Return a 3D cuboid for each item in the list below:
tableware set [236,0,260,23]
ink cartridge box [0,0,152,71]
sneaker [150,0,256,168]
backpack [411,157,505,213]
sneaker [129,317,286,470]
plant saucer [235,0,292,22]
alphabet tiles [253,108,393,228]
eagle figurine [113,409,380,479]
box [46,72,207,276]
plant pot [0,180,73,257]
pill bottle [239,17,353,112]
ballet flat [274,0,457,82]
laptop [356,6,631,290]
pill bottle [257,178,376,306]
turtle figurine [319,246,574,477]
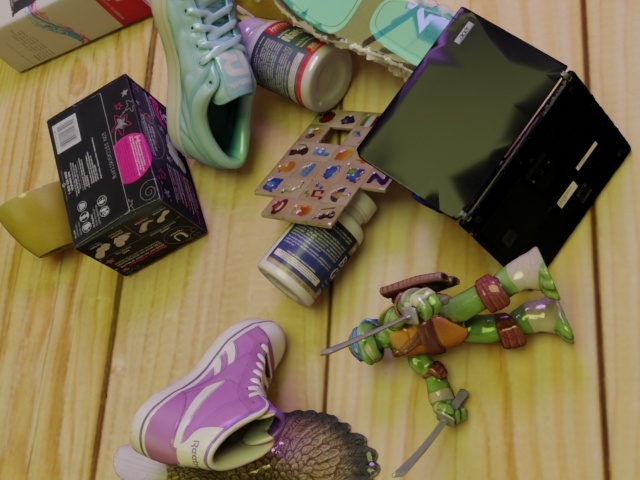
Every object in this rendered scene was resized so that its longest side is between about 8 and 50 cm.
[{"bbox_3d":[-0.146,-0.382,1.495,0.104,0.024,0.154,42,123,30],"label":"tableware set"},{"bbox_3d":[-0.462,-0.469,1.654,0.306,0.131,0.226,-19,63,15],"label":"ink cartridge box"},{"bbox_3d":[-0.145,-0.272,1.334,0.135,0.366,0.150,-29,42,-34],"label":"sneaker"},{"bbox_3d":[0.164,-0.088,1.222,0.098,0.120,0.101,31,84,-11],"label":"backpack"},{"bbox_3d":[-0.088,0.199,1.164,0.161,0.102,0.282,5,30,31],"label":"sneaker"},{"bbox_3d":[0.035,-0.506,1.475,0.333,0.081,0.332,16,76,29],"label":"plant saucer"},{"bbox_3d":[0.025,-0.105,1.289,0.198,0.009,0.237,10,50,35],"label":"alphabet tiles"},{"bbox_3d":[-0.095,0.322,1.145,0.298,0.225,0.226,-33,49,21],"label":"eagle figurine"},{"bbox_3d":[-0.300,-0.098,1.425,0.163,0.142,0.247,-28,60,13],"label":"box"},{"bbox_3d":[-0.439,-0.028,1.478,0.134,0.134,0.095,-24,89,14],"label":"plant pot"},{"bbox_3d":[-0.051,-0.274,1.402,0.180,0.108,0.108,29,83,31],"label":"pill bottle"},{"bbox_3d":[0.076,-0.309,1.318,0.409,0.147,0.147,38,88,17],"label":"ballet flat"},{"bbox_3d":[0.224,-0.112,1.163,0.234,0.264,0.136,-54,36,-3],"label":"laptop"},{"bbox_3d":[0.000,0.000,1.273,0.094,0.094,0.169,33,78,31],"label":"pill bottle"},{"bbox_3d":[0.165,0.135,1.097,0.266,0.274,0.198,-22,97,10],"label":"turtle figurine"}]
